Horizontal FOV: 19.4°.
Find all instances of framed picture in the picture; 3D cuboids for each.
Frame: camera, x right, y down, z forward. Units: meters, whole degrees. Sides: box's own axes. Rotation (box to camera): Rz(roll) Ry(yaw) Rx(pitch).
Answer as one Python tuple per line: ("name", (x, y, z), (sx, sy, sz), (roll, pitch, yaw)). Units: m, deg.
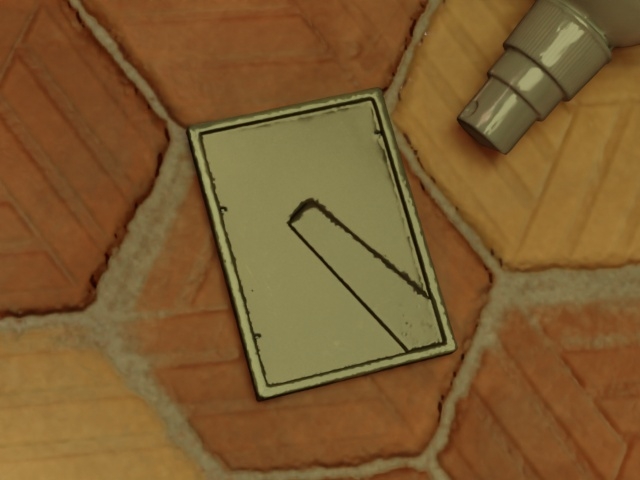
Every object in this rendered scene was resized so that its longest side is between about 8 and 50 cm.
("framed picture", (0.000, 0.000, 1.326), (0.150, 0.015, 0.203), (-14, 79, -14))

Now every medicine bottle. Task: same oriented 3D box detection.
("medicine bottle", (0.227, -0.208, 1.359), (0.110, 0.110, 0.352), (39, 88, 0))
